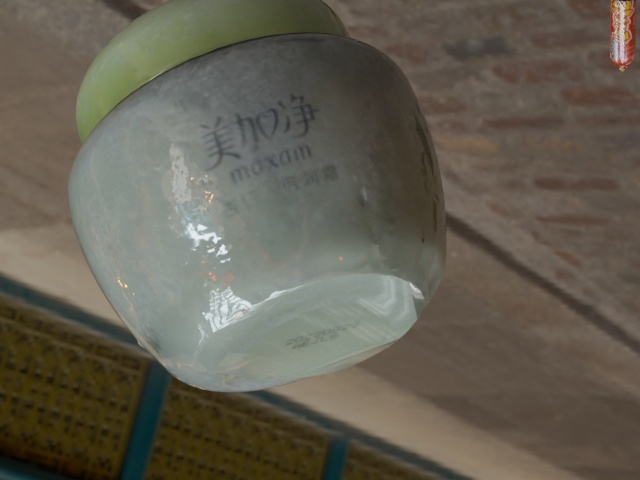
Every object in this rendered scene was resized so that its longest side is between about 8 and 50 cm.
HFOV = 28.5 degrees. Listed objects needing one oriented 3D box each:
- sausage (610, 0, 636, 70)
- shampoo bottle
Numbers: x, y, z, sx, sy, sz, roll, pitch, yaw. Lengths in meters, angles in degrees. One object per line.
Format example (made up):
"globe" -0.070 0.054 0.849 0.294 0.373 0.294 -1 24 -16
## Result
"sausage" 0.489 -0.337 2.050 0.050 0.048 0.145 -13 129 -4
"shampoo bottle" -0.053 -0.036 1.104 0.322 0.317 0.322 -19 160 -7
